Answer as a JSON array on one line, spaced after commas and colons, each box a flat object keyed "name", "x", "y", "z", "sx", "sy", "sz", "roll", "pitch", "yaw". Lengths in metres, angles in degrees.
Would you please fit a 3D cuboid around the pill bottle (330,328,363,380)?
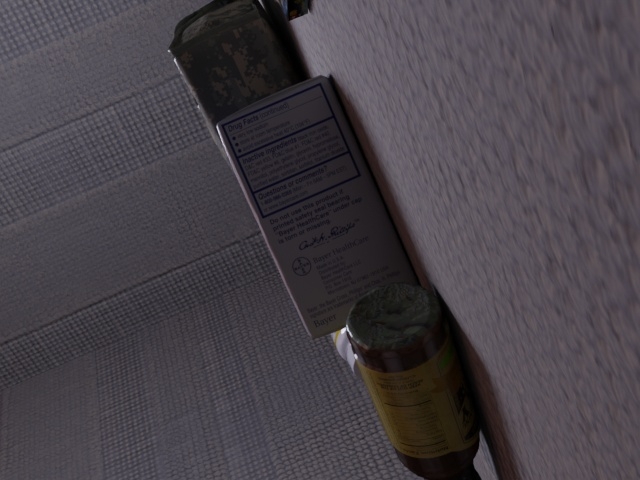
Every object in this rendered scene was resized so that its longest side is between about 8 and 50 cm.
[{"name": "pill bottle", "x": 0.073, "y": 0.149, "z": 1.595, "sx": 0.208, "sy": 0.119, "sz": 0.119, "roll": -116, "pitch": 4, "yaw": -49}]

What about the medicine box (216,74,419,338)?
[{"name": "medicine box", "x": -0.010, "y": -0.044, "z": 1.167, "sx": 0.263, "sy": 0.149, "sz": 0.289, "roll": -141, "pitch": 28, "yaw": -85}]

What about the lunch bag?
[{"name": "lunch bag", "x": -0.120, "y": -0.257, "z": 1.408, "sx": 0.287, "sy": 0.169, "sz": 0.235, "roll": -100, "pitch": -15, "yaw": -66}]

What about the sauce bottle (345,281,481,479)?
[{"name": "sauce bottle", "x": 0.125, "y": 0.200, "z": 1.036, "sx": 0.111, "sy": 0.112, "sz": 0.344, "roll": -116, "pitch": 3, "yaw": -51}]

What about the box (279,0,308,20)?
[{"name": "box", "x": -0.042, "y": -0.292, "z": 0.919, "sx": 0.137, "sy": 0.027, "sz": 0.093, "roll": 112, "pitch": 135, "yaw": -87}]
